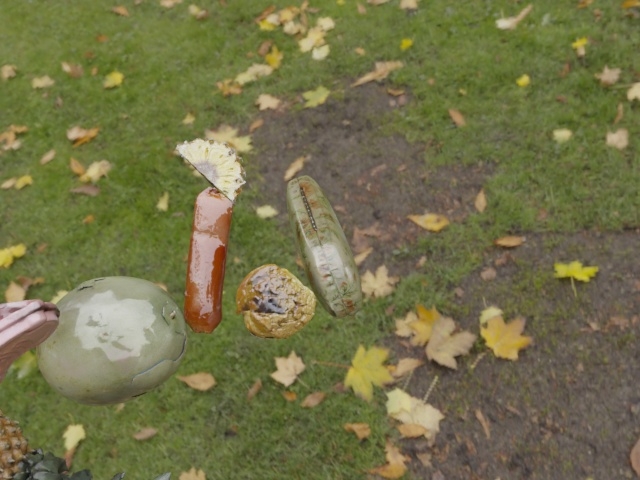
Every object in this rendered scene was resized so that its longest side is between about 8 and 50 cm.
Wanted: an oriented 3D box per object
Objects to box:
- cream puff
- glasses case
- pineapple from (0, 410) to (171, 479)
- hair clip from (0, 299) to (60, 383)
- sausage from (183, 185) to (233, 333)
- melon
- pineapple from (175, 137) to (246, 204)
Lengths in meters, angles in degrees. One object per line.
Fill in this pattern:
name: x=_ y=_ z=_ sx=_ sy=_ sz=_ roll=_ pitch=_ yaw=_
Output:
cream puff: x=-0.074 y=0.102 z=1.152 sx=0.133 sy=0.104 sz=0.119 roll=15 pitch=72 yaw=7
glasses case: x=0.000 y=0.000 z=1.389 sx=0.098 sy=0.156 sz=0.425 roll=-19 pitch=27 yaw=0
pineapple: x=-0.295 y=0.265 z=0.763 sx=0.130 sy=0.277 sz=0.119 roll=-63 pitch=10 yaw=-12
hair clip: x=-0.320 y=0.113 z=0.677 sx=0.138 sy=0.123 sz=0.102 roll=-8 pitch=87 yaw=4
sausage: x=-0.269 y=0.046 z=1.676 sx=0.097 sy=0.348 sz=0.094 roll=7 pitch=-6 yaw=-17
melon: x=-0.430 y=0.205 z=1.468 sx=0.330 sy=0.268 sz=0.268 roll=-19 pitch=39 yaw=25
pineapple: x=-0.104 y=-0.078 z=0.712 sx=0.083 sy=0.019 sz=0.045 roll=40 pitch=79 yaw=1
